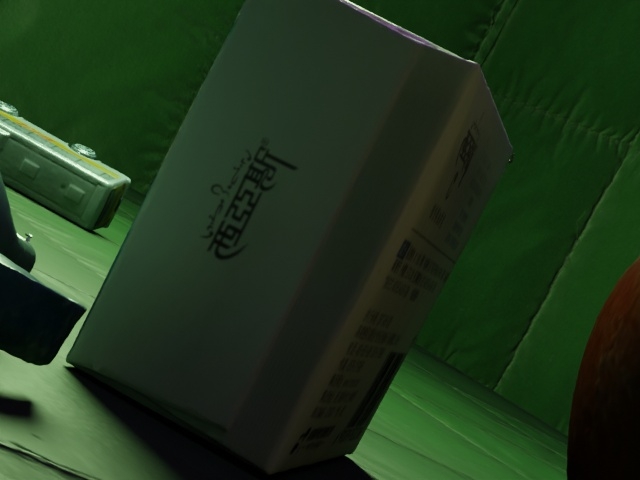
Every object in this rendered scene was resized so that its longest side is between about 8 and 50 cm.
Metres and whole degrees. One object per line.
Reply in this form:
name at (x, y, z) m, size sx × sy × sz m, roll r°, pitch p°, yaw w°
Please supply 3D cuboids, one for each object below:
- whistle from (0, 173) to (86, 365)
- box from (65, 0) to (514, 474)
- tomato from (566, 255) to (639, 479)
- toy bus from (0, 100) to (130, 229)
whistle at (-0.177, -0.023, 0.674) m, size 0.180 × 0.093 × 0.269 m, roll 29°, pitch -6°, yaw 21°
box at (-0.002, -0.001, 0.930) m, size 0.116 × 0.203 × 0.274 m, roll 28°, pitch 1°, yaw 10°
tomato at (0.216, 0.100, 0.668) m, size 0.265 × 0.265 × 0.265 m, roll 29°, pitch 0°, yaw 0°
toy bus at (-0.274, -0.075, 1.723) m, size 0.190 × 0.064 × 0.075 m, roll 29°, pitch 12°, yaw 4°
